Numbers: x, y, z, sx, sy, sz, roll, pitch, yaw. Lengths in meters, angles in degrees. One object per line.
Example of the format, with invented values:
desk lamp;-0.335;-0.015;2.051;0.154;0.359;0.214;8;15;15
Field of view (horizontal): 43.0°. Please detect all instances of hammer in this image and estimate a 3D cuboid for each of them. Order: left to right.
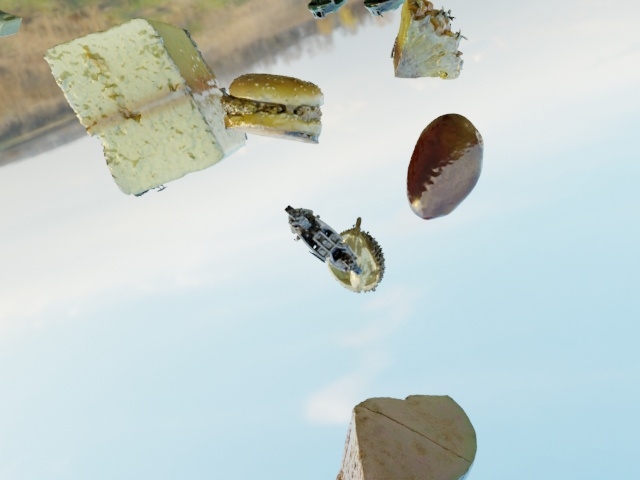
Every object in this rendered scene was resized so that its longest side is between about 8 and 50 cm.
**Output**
hammer;-0.676;-0.476;1.550;0.159;0.226;0.041;-42;173;-46

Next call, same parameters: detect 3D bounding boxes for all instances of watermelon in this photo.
watermelon;0.163;0.477;1.621;0.292;0.222;0.319;8;-155;-18

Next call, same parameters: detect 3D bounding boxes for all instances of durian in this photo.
durian;0.096;0.031;1.925;0.148;0.188;0.091;9;-156;28

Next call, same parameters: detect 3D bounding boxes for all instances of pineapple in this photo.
pineapple;0.249;-0.463;1.937;0.186;0.236;0.114;-24;-145;22

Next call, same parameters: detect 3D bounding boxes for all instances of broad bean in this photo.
broad bean;0.186;-0.111;1.230;0.165;0.114;0.084;-62;167;27

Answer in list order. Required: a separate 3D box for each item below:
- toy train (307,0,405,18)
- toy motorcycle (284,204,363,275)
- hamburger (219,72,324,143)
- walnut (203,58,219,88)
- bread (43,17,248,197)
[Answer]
toy train;0.094;-0.554;1.573;0.237;0.150;0.369;-48;-146;-16
toy motorcycle;0.000;0.000;1.753;0.080;0.215;0.122;-48;-168;1
hamburger;-0.089;-0.241;1.464;0.191;0.118;0.182;6;-178;12
walnut;-0.461;-0.385;2.301;0.354;0.308;0.398;-17;-146;13
bread;-0.332;-0.286;1.685;0.242;0.345;0.405;-21;-164;5
